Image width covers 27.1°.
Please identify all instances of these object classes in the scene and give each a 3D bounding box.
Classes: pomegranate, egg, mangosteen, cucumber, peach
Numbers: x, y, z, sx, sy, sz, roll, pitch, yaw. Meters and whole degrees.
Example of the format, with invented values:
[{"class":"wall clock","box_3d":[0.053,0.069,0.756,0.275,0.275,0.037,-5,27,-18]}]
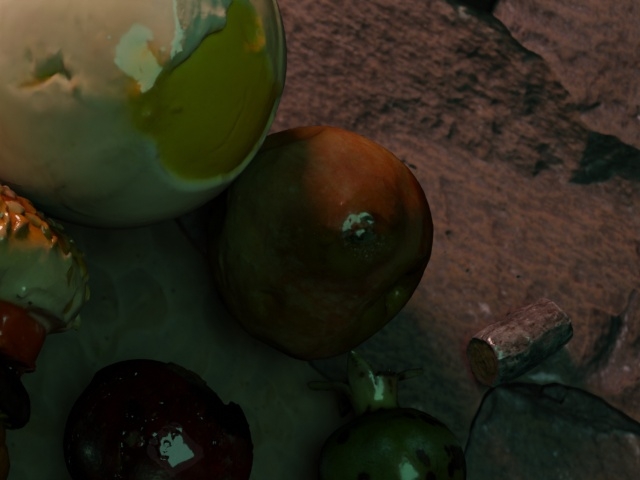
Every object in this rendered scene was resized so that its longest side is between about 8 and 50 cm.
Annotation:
[{"class":"pomegranate","box_3d":[0.059,0.204,1.251,0.148,0.148,0.169,-4,48,-21]},{"class":"egg","box_3d":[-0.167,-0.154,1.120,0.283,0.345,0.283,2,101,8]},{"class":"mangosteen","box_3d":[-0.150,0.196,1.163,0.166,0.166,0.180,28,99,-14]},{"class":"cucumber","box_3d":[0.206,0.103,1.351,0.112,0.064,0.064,-24,90,-25]},{"class":"peach","box_3d":[0.000,0.000,1.203,0.214,0.235,0.214,2,81,-10]}]

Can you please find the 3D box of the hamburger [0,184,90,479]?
[{"class":"hamburger","box_3d":[-0.354,0.051,1.016,0.330,0.330,0.250,29,72,-14]}]
